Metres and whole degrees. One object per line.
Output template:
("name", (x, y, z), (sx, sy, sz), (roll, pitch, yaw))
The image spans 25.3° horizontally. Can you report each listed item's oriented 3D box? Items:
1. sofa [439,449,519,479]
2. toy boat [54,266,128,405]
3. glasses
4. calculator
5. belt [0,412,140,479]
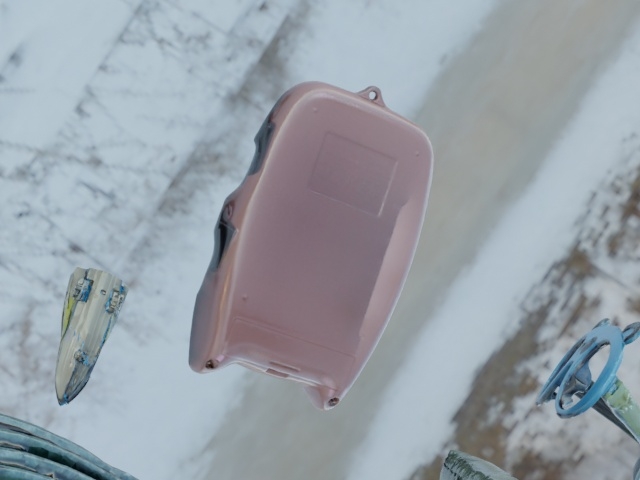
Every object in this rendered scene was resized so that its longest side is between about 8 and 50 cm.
("sofa", (0.211, 0.252, 1.034), (0.210, 0.225, 0.176), (-175, -94, -81))
("toy boat", (-0.327, 0.131, 1.967), (0.066, 0.084, 0.210), (-35, -145, 58))
("glasses", (0.279, 0.186, 1.378), (0.102, 0.207, 0.239), (-18, 175, -1))
("calculator", (0.000, 0.000, 1.425), (0.220, 0.048, 0.329), (20, 89, -26))
("belt", (-0.127, 0.179, 0.585), (0.116, 0.206, 0.267), (-42, 141, 23))
